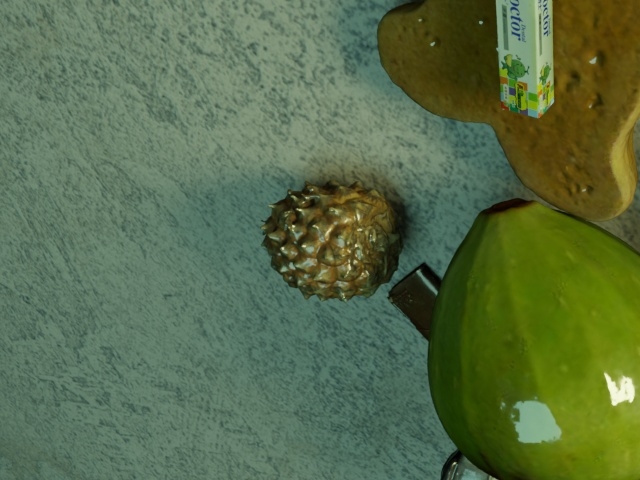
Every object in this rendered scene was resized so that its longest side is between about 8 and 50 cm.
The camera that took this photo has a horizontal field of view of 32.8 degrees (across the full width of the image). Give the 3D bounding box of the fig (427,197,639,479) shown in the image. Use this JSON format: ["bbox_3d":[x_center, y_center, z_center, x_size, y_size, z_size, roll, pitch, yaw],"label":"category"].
[{"bbox_3d":[0.250,0.107,1.167,0.316,0.316,0.316,21,135,22],"label":"fig"}]

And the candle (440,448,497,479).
[{"bbox_3d":[0.323,0.324,1.374,0.330,0.187,0.187,21,135,22],"label":"candle"}]

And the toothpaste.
[{"bbox_3d":[0.187,-0.190,0.997,0.046,0.034,0.164,22,140,33],"label":"toothpaste"}]

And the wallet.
[{"bbox_3d":[0.169,0.115,1.430,0.176,0.026,0.095,45,142,-3],"label":"wallet"}]

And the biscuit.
[{"bbox_3d":[0.236,-0.206,1.020,0.368,0.076,0.394,39,148,15],"label":"biscuit"}]

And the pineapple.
[{"bbox_3d":[0.000,0.000,1.364,0.193,0.166,0.166,-3,123,41],"label":"pineapple"}]
